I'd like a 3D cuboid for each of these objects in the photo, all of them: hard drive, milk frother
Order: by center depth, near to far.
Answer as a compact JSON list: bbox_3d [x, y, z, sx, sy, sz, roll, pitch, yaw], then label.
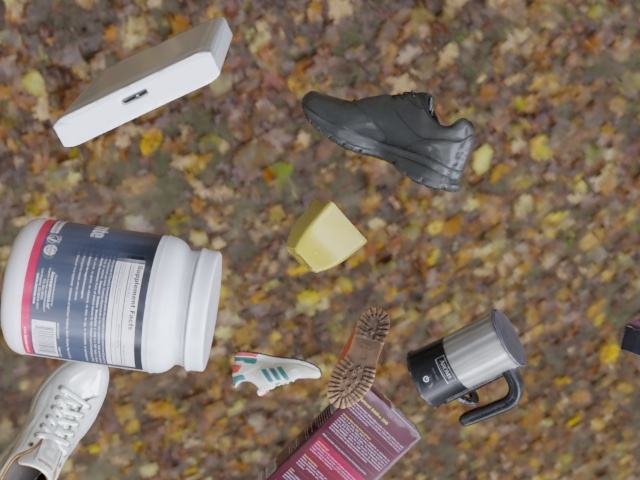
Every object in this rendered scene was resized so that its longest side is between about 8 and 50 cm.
[{"bbox_3d":[-0.215,-0.209,1.424,0.203,0.307,0.040,-24,108,6],"label":"hard drive"},{"bbox_3d":[0.208,0.163,1.492,0.134,0.143,0.129,-29,99,21],"label":"milk frother"}]

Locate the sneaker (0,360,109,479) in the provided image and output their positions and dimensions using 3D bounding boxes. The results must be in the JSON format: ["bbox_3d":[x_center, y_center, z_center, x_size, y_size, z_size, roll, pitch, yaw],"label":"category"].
[{"bbox_3d":[-0.407,0.304,1.717,0.106,0.123,0.290,39,75,-26],"label":"sneaker"}]

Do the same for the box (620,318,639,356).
[{"bbox_3d":[0.372,0.099,1.074,0.162,0.116,0.029,-11,115,-52],"label":"box"}]

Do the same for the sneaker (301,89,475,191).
[{"bbox_3d":[0.107,-0.178,1.704,0.130,0.286,0.109,-67,164,9],"label":"sneaker"}]

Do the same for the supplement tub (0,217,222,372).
[{"bbox_3d":[-0.283,0.078,1.540,0.272,0.191,0.191,8,131,0],"label":"supplement tub"}]

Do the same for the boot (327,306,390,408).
[{"bbox_3d":[0.058,0.168,1.632,0.059,0.084,0.158,25,94,-2],"label":"boot"}]

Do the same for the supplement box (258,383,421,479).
[{"bbox_3d":[0.028,0.341,1.771,0.239,0.073,0.130,-44,98,4],"label":"supplement box"}]

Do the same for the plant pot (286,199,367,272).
[{"bbox_3d":[0.000,0.000,1.586,0.083,0.081,0.081,-46,105,-12],"label":"plant pot"}]

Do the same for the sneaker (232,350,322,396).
[{"bbox_3d":[-0.079,0.241,1.974,0.161,0.075,0.057,9,171,6],"label":"sneaker"}]
